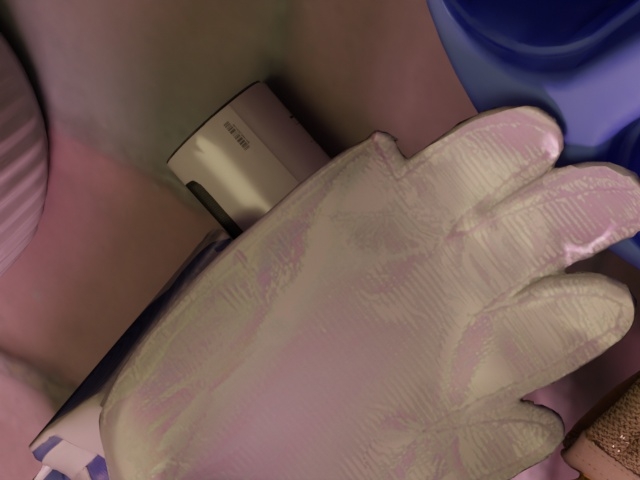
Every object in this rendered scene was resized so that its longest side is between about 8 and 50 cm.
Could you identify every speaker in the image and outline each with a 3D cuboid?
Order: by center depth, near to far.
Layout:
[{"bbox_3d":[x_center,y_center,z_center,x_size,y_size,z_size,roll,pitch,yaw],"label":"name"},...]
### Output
[{"bbox_3d":[0.000,0.000,0.742,0.136,0.055,0.055,48,135,-1],"label":"speaker"}]

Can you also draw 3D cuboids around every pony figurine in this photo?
[{"bbox_3d":[0.005,0.177,0.565,0.303,0.351,0.363,57,180,17],"label":"pony figurine"}]

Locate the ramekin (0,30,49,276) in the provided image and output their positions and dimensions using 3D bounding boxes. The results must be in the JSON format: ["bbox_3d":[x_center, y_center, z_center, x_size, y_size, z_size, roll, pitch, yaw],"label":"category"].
[{"bbox_3d":[-0.227,-0.044,0.845,0.207,0.109,0.207,19,128,27],"label":"ramekin"}]

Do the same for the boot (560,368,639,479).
[{"bbox_3d":[0.174,0.141,0.675,0.203,0.095,0.262,36,132,11],"label":"boot"}]

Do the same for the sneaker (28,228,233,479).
[{"bbox_3d":[-0.037,0.126,0.803,0.182,0.127,0.315,37,151,1],"label":"sneaker"}]

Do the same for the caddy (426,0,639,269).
[{"bbox_3d":[0.173,-0.115,0.445,0.241,0.179,0.341,50,135,-3],"label":"caddy"}]
